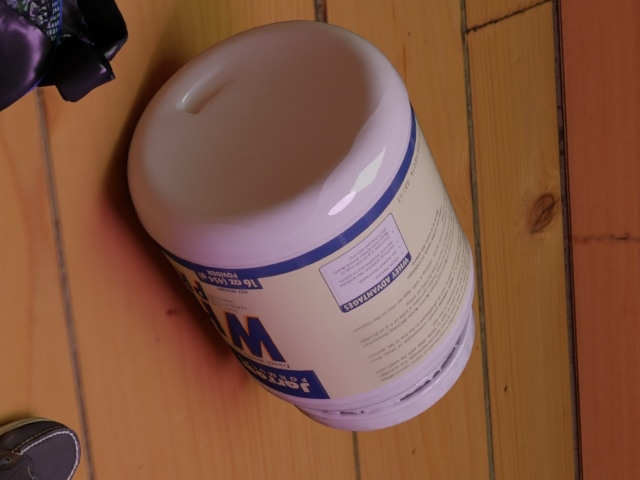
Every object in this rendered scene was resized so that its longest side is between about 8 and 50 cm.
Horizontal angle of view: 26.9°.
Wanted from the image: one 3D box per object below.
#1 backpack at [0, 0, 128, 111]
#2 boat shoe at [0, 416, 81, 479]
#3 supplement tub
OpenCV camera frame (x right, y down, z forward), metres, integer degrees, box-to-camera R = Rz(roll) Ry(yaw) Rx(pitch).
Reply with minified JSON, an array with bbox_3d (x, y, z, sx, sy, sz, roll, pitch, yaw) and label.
[{"bbox_3d":[-0.246,-0.176,0.595,0.213,0.276,0.263,46,37,-60],"label":"backpack"},{"bbox_3d":[-0.213,0.183,0.869,0.223,0.073,0.080,-35,123,-61],"label":"boat shoe"},{"bbox_3d":[0.000,0.000,1.149,0.325,0.235,0.235,61,37,-48],"label":"supplement tub"}]
